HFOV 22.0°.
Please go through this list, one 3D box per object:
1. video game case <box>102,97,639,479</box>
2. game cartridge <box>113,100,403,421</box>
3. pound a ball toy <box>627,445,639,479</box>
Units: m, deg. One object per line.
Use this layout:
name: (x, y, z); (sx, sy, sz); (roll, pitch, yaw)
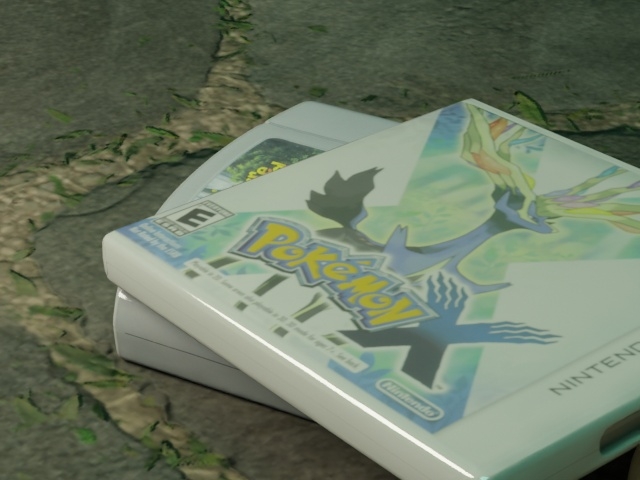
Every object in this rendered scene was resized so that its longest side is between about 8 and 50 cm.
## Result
video game case: (0.088, 0.018, 0.937); (0.300, 0.036, 0.329); (-22, 33, -32)
game cartridge: (0.000, 0.000, 1.071); (0.196, 0.060, 0.294); (12, 34, 22)
pound a ball toy: (0.282, 0.168, 0.754); (0.319, 0.136, 0.208); (15, 35, 18)
